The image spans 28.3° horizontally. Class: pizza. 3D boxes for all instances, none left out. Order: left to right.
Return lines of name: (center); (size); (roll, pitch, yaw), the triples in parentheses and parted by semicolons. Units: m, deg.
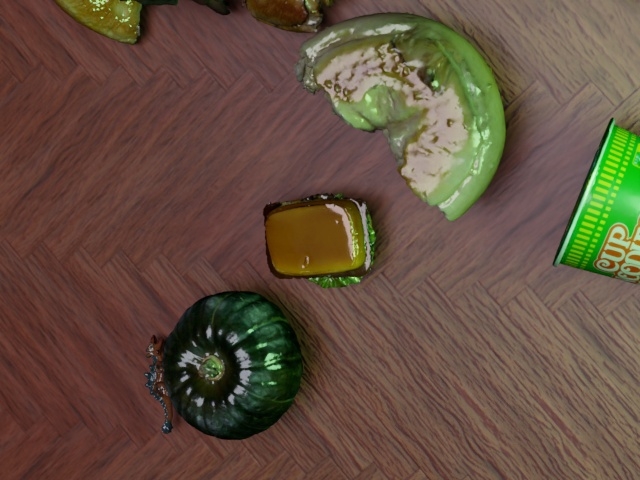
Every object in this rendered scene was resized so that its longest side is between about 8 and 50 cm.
pizza: (-0.334, -0.388, 1.819); (0.134, 0.271, 0.056); (-51, 41, -1)
pizza: (-0.045, -0.399, 1.780); (0.147, 0.069, 0.226); (-3, 94, 42)

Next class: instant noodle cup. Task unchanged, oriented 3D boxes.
instant noodle cup: (0.437, -0.023, 1.592); (0.232, 0.207, 0.207); (21, 104, 10)

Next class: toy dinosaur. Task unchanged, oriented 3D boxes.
toy dinosaur: (-0.241, 0.220, 1.946); (0.055, 0.049, 0.154); (-6, 90, 19)

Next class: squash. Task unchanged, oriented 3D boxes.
squash: (-0.128, 0.179, 1.833); (0.218, 0.172, 0.218); (-13, 73, 46)

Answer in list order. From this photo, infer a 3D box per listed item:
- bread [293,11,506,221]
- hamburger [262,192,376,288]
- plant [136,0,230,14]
bread: (0.126, -0.197, 1.684); (0.314, 0.171, 0.192); (41, 107, 10)
hamburger: (0.000, 0.000, 1.804); (0.165, 0.087, 0.137); (-1, 98, 22)
plant: (-0.208, -0.404, 1.720); (0.233, 0.178, 0.204); (8, 123, -17)
